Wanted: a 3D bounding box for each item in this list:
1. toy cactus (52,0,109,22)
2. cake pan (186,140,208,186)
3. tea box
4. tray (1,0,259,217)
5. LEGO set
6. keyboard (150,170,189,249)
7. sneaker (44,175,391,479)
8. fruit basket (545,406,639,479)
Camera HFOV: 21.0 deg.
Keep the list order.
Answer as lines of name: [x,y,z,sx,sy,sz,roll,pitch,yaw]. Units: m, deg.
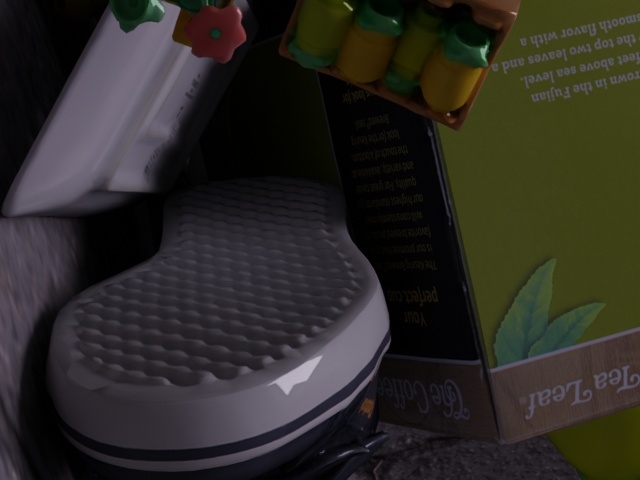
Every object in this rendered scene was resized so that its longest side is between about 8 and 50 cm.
toy cactus: [-0.101,-0.178,0.920,0.180,0.112,0.219,86,-15,-69]
cake pan: [0.000,0.000,1.360,0.293,0.054,0.293,31,47,-40]
tea box: [0.079,-0.080,0.928,0.329,0.220,0.323,179,-101,-68]
tray: [-0.066,-0.068,0.736,0.145,0.030,0.270,-60,180,1]
LEGO set: [-0.079,-0.115,0.352,0.287,0.132,0.107,54,11,-9]
keyboard: [-0.084,0.026,1.106,0.108,0.023,0.180,74,3,-64]
sneaker: [-0.031,0.063,0.718,0.321,0.126,0.127,-66,156,-76]
fruit basket: [0.177,-0.016,1.231,0.283,0.392,0.392,-49,131,-54]
